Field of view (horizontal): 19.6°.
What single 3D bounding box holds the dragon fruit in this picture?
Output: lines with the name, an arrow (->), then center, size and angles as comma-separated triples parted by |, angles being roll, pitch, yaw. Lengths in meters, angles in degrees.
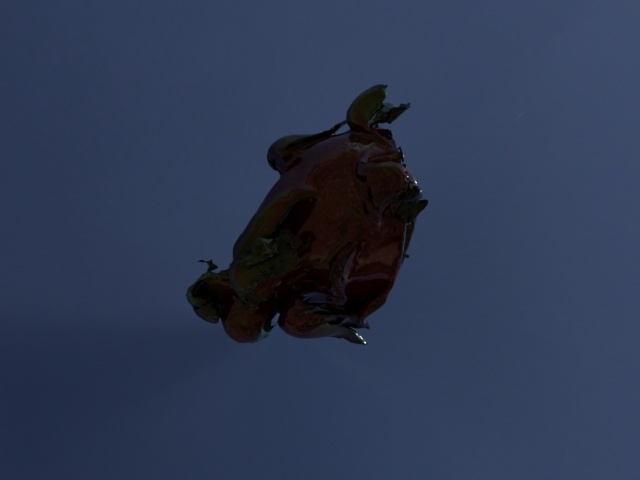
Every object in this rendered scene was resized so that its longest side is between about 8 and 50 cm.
dragon fruit -> 0.000, 0.000, 1.173 | 0.175, 0.138, 0.142 | -28, -97, -20
